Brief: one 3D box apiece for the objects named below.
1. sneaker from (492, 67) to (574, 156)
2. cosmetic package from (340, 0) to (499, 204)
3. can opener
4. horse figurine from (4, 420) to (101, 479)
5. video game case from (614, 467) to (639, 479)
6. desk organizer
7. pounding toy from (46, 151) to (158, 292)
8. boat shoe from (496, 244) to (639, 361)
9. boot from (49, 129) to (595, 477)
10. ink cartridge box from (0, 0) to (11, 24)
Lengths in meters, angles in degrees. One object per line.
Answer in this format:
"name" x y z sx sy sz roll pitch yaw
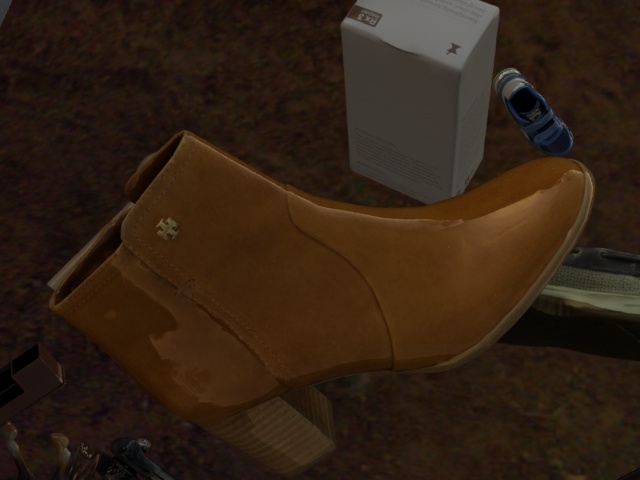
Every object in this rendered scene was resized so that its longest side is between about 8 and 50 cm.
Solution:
"sneaker" 0.279 -0.158 1.554 0.053 0.059 0.144 -43 111 9
"cosmetic package" 0.089 -0.132 1.094 0.117 0.231 0.085 25 64 15
"can opener" -0.215 0.323 1.610 0.186 0.059 0.073 28 87 18
"horse figurine" -0.324 0.250 1.092 0.263 0.066 0.174 1 108 -28
"video game case" 0.305 0.284 0.880 0.035 0.248 0.274 17 47 -39
"desk organizer" -0.388 0.188 1.502 0.130 0.047 0.050 -34 118 2
"pounding toy" -0.122 0.043 1.139 0.237 0.110 0.183 42 82 -18
"boat shoe" 0.163 0.032 0.879 0.080 0.224 0.073 78 29 -50
"boot" -0.001 0.000 0.721 0.295 0.104 0.211 -42 114 10
"ink cartridge box" -0.498 -0.358 1.693 0.065 0.311 0.185 10 38 -40
